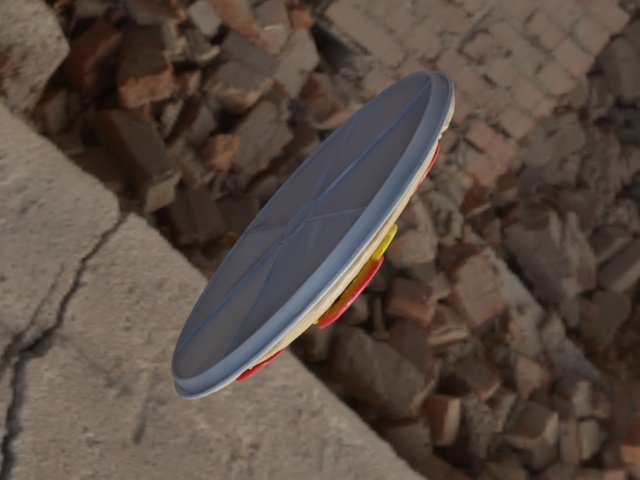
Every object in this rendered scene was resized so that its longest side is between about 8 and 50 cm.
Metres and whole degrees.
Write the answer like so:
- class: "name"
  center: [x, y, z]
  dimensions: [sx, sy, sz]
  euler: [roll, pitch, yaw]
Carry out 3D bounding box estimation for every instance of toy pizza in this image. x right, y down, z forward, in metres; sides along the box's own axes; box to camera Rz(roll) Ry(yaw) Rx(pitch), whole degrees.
- class: "toy pizza"
  center: [0.000, 0.000, 0.559]
  dimensions: [0.032, 0.201, 0.201]
  euler: [40, 59, -13]
